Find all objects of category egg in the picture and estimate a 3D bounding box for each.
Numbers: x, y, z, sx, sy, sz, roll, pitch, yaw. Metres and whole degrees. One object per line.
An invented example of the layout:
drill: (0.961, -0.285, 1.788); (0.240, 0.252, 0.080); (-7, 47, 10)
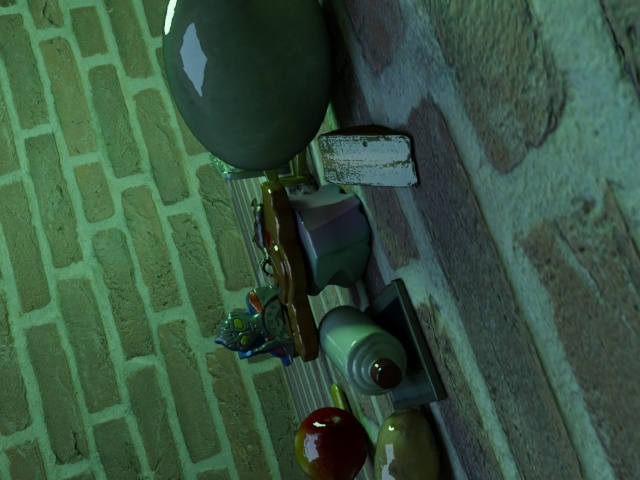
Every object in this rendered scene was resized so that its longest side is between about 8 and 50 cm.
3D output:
egg: (-0.107, -0.267, 0.942); (0.352, 0.258, 0.258); (90, 160, -49)

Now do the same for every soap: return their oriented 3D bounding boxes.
soap: (0.000, 0.000, 1.159); (0.324, 0.109, 0.193); (127, 126, -74)
soap: (0.064, 0.465, 1.652); (0.089, 0.033, 0.168); (93, 157, -64)

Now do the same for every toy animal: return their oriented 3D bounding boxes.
toy animal: (-0.192, -0.012, 2.063); (0.260, 0.087, 0.243); (-131, 26, -70)

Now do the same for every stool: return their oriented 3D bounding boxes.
stool: (-0.082, -0.170, 1.299); (0.134, 0.135, 0.110); (-3, 105, 32)

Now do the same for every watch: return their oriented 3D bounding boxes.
watch: (-0.179, 0.276, 1.863); (0.274, 0.305, 0.241); (137, 117, -68)

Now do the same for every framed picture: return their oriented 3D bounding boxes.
framed picture: (0.129, 0.182, 1.030); (0.265, 0.018, 0.192); (109, 144, -70)

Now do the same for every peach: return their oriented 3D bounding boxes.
peach: (0.028, 0.500, 1.520); (0.197, 0.197, 0.197); (164, 90, -78)

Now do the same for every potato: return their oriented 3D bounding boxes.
potato: (0.140, 0.355, 0.994); (0.109, 0.118, 0.178); (8, 105, 39)

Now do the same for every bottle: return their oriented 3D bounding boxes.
bottle: (0.071, 0.181, 1.006); (0.245, 0.104, 0.104); (-150, 45, -75)

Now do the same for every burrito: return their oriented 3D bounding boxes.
burrito: (-0.037, -0.100, 1.345); (0.055, 0.041, 0.149); (68, 167, -8)

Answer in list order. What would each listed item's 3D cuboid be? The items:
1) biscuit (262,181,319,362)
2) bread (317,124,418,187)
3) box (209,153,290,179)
biscuit: (-0.063, 0.058, 1.133); (0.202, 0.047, 0.334); (-131, 30, -66)
bread: (0.059, -0.104, 0.807); (0.139, 0.084, 0.074); (-135, 32, -65)
box: (-0.175, -0.267, 1.493); (0.312, 0.175, 0.182); (-137, 42, -67)
